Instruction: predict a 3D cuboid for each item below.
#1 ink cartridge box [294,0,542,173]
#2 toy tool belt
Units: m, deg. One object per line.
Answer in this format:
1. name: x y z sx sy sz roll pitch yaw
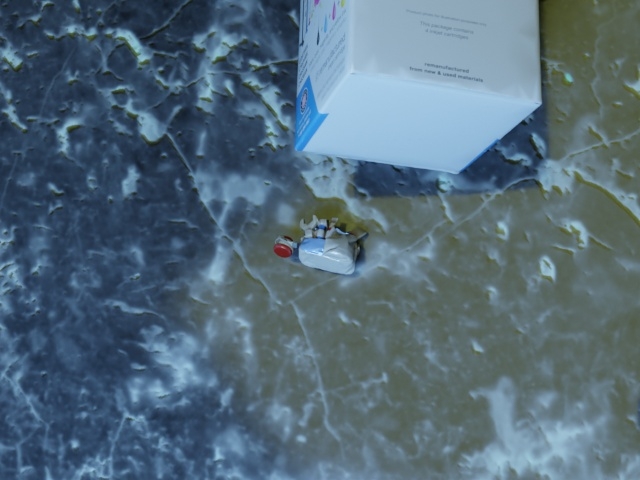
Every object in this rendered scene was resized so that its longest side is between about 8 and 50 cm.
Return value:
1. ink cartridge box: 0.079 -0.204 0.982 0.168 0.171 0.233 7 71 -15
2. toy tool belt: 0.000 0.000 1.111 0.083 0.052 0.051 13 55 11
